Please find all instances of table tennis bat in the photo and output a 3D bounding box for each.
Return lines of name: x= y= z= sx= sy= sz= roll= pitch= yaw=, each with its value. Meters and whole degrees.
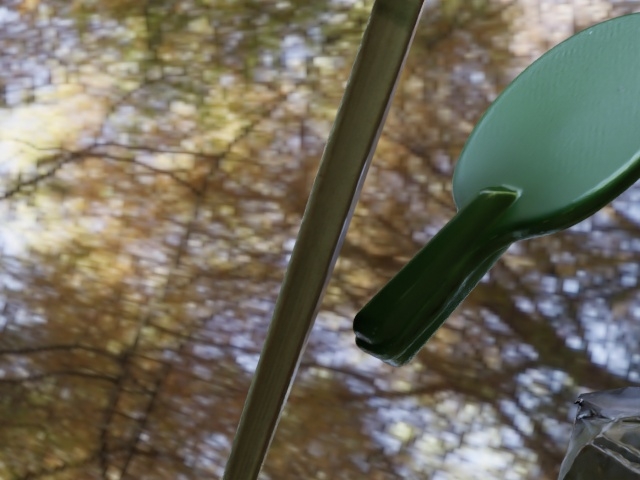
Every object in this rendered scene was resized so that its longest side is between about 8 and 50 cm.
table tennis bat: x=0.113 y=-0.031 z=0.988 sx=0.257 sy=0.160 sz=0.039 roll=-47 pitch=-64 yaw=-10

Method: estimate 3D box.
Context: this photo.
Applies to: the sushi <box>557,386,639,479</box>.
sushi: x=0.226 y=0.227 z=1.072 sx=0.109 sy=0.134 sz=0.273 roll=-33 pitch=-67 yaw=-59

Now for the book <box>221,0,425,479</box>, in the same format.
book: x=0.000 y=0.000 z=0.942 sx=0.025 sy=0.215 sz=0.282 roll=18 pitch=-87 yaw=0
